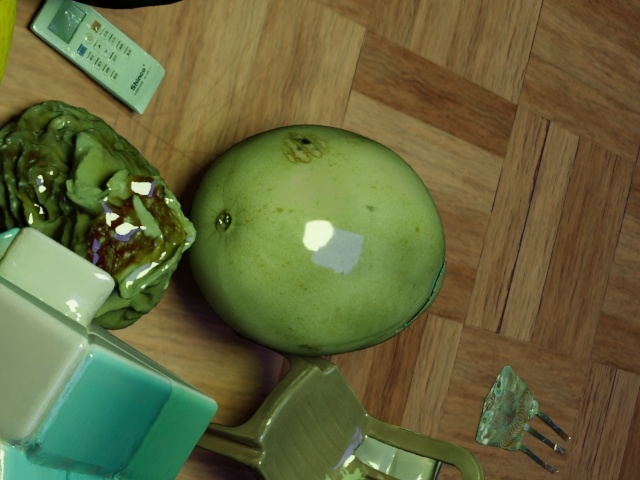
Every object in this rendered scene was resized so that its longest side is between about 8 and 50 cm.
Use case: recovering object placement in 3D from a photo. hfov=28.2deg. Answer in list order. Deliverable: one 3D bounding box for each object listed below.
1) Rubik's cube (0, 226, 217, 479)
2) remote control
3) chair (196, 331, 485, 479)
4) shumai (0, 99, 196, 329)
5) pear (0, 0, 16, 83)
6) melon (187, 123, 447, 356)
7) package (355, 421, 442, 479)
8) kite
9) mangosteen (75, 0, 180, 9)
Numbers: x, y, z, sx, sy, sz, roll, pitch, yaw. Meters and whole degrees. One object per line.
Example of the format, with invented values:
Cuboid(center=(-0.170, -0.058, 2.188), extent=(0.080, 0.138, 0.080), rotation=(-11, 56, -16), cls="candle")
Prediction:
Cuboid(center=(-0.301, 0.159, 1.028), extent=(0.358, 0.368, 0.387), rotation=(-58, 156, -8), cls="Rubik's cube")
Cuboid(center=(-0.237, -0.202, 1.362), extent=(0.162, 0.029, 0.061), rotation=(39, 68, -35), cls="remote control")
Cuboid(center=(0.006, 0.241, 1.458), extent=(0.175, 0.326, 0.183), rotation=(-52, 128, -26), cls="chair")
Cuboid(center=(-0.211, -0.023, 1.294), extent=(0.189, 0.218, 0.256), rotation=(-41, 119, -24), cls="shumai")
Cuboid(center=(-0.439, -0.147, 0.964), extent=(0.418, 0.362, 0.362), rotation=(-34, 122, -5), cls="pear")
Cuboid(center=(0.000, 0.000, 1.454), extent=(0.330, 0.268, 0.268), rotation=(10, 90, -50), cls="melon")
Cuboid(center=(0.037, 0.385, 1.657), extent=(0.165, 0.221, 0.311), rotation=(18, 85, -3), cls="package")
Cuboid(center=(0.316, 0.294, 1.974), extent=(0.229, 0.016, 0.127), rotation=(41, 72, -36), cls="kite")
Cuboid(center=(-0.186, -0.366, 1.214), extent=(0.293, 0.297, 0.297), rotation=(-42, 129, -67), cls="mangosteen")
